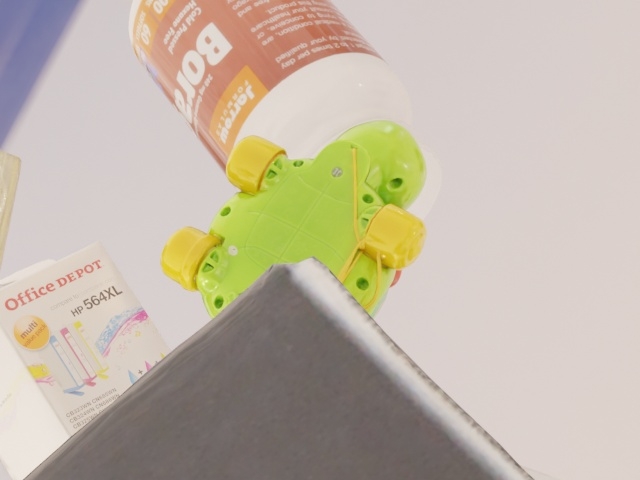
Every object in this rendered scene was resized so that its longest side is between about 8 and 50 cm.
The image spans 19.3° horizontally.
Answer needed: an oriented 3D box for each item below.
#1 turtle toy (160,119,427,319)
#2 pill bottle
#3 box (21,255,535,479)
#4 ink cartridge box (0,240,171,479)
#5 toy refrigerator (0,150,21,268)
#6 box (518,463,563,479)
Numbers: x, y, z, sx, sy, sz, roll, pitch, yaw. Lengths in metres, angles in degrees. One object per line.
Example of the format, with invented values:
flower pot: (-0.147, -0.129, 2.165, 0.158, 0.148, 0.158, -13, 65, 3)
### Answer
turtle toy: (0.000, 0.000, 0.802, 0.130, 0.095, 0.066, -56, 159, -16)
pill bottle: (-0.021, -0.089, 1.160, 0.121, 0.121, 0.216, -53, -128, 19)
box: (-0.078, 0.246, 0.440, 0.395, 0.212, 0.293, -42, 163, -15)
ink cartridge box: (-0.154, 0.077, 1.124, 0.092, 0.143, 0.090, -28, 171, -38)
toy refrigerator: (-0.221, 0.079, 0.853, 0.094, 0.102, 0.270, -10, -114, 50)
box: (0.083, 0.176, 0.845, 0.170, 0.091, 0.130, -167, -101, -65)
